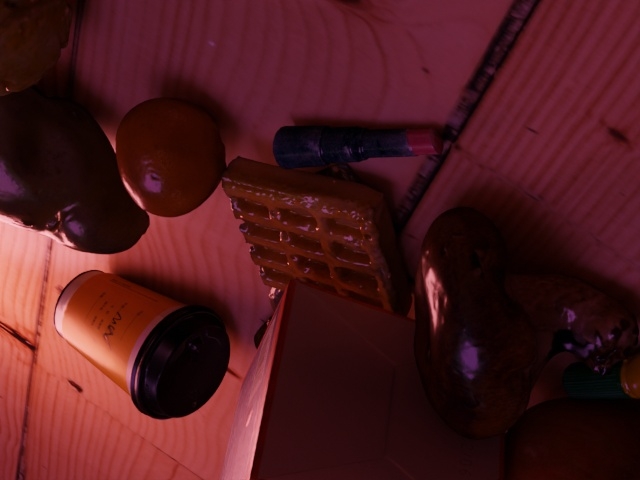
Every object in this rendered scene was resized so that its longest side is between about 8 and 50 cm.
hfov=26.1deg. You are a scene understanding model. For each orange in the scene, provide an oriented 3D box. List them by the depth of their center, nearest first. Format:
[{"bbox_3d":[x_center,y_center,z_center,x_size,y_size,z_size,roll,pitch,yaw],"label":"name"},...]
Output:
[{"bbox_3d":[-0.190,-0.109,1.787,0.136,0.159,0.159,-11,134,9],"label":"orange"}]

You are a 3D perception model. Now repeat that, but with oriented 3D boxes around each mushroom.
[{"bbox_3d":[0.202,0.100,1.641,0.254,0.267,0.267,12,160,-28],"label":"mushroom"}]

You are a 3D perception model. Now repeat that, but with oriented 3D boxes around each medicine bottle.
[{"bbox_3d":[0.393,0.160,1.635,0.095,0.064,0.260,48,147,-20],"label":"medicine bottle"}]

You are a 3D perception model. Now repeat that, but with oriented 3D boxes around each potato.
[{"bbox_3d":[-0.396,-0.103,1.948,0.351,0.202,0.218,36,162,-14],"label":"potato"}]

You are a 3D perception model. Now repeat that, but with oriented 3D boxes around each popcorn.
[{"bbox_3d":[-0.416,-0.290,1.714,0.221,0.204,0.183,46,168,-21],"label":"popcorn"}]

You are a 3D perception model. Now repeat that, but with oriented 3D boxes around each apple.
[{"bbox_3d":[0.336,0.320,1.744,0.241,0.242,0.242,12,142,41],"label":"apple"}]

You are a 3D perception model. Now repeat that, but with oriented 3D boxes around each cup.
[{"bbox_3d":[-0.291,0.159,2.224,0.279,0.196,0.196,25,148,33],"label":"cup"}]

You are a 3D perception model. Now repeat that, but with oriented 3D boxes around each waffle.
[{"bbox_3d":[0.000,0.000,1.803,0.221,0.055,0.248,15,148,24],"label":"waffle"}]

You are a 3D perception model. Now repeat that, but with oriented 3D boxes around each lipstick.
[{"bbox_3d":[0.045,-0.113,1.632,0.234,0.053,0.053,2,135,42],"label":"lipstick"}]

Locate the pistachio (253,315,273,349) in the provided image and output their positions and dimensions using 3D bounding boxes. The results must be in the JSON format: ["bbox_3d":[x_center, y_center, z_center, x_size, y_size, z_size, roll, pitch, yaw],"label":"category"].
[{"bbox_3d":[-0.064,0.178,2.141,0.089,0.049,0.173,23,146,24],"label":"pistachio"}]

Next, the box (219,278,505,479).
[{"bbox_3d":[0.044,0.290,1.762,0.318,0.349,0.257,19,131,-9],"label":"box"}]

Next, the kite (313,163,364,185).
[{"bbox_3d":[-0.011,-0.052,1.811,0.229,0.016,0.127,1,132,40],"label":"kite"}]

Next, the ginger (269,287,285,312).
[{"bbox_3d":[-0.034,0.110,2.017,0.069,0.051,0.173,4,139,38],"label":"ginger"}]
